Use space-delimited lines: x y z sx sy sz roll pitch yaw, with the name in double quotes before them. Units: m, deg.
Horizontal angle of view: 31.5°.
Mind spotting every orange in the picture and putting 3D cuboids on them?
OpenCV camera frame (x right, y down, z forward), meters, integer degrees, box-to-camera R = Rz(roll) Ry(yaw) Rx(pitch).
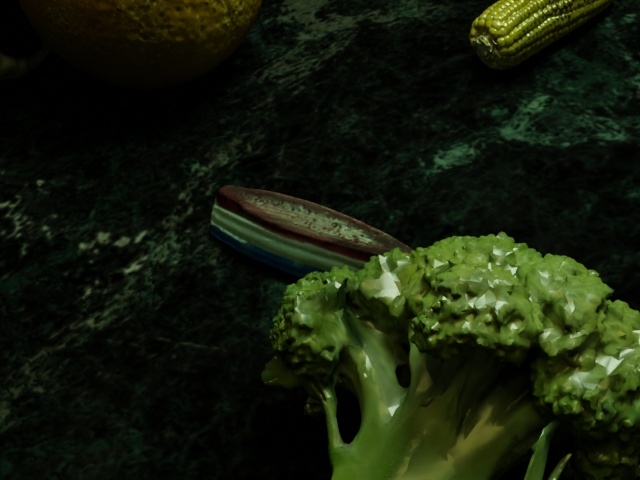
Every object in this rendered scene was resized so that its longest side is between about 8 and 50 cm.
"orange" -0.190 -0.292 1.179 0.274 0.274 0.274 -5 43 5

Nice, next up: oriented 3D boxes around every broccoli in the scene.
"broccoli" 0.070 0.095 0.779 0.302 0.186 0.254 -21 53 -21

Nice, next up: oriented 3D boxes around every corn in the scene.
"corn" 0.241 -0.245 1.196 0.203 0.072 0.072 -32 47 -24

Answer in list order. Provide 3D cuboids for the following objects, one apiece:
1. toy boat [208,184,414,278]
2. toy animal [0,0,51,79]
"toy boat" 0.000 0.000 1.000 0.229 0.046 0.080 21 48 31
"toy animal" -0.405 -0.265 1.275 0.204 0.156 0.208 6 36 19
